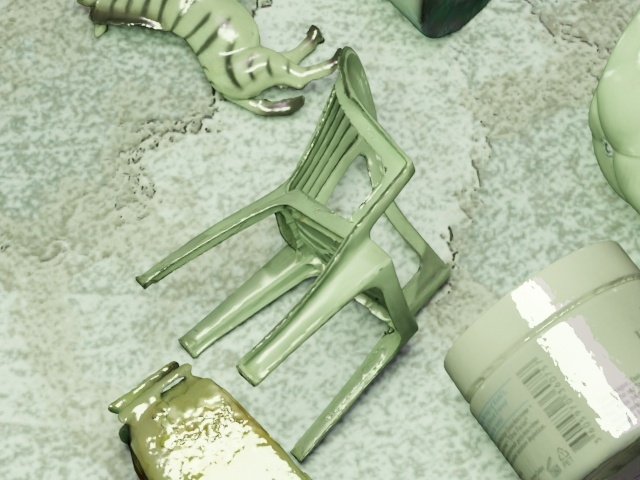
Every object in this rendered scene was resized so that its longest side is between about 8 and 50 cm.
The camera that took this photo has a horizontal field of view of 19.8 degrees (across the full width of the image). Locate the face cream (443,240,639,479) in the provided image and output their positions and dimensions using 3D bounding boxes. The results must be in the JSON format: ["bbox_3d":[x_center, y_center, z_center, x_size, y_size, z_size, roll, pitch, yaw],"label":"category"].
[{"bbox_3d":[0.210,0.111,1.451,0.177,0.177,0.153,-31,72,-14],"label":"face cream"}]

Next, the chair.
[{"bbox_3d":[0.000,0.000,1.490,0.274,0.203,0.190,-43,61,-12],"label":"chair"}]

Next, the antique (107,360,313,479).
[{"bbox_3d":[-0.054,0.222,1.425,0.150,0.125,0.284,-34,70,-15],"label":"antique"}]

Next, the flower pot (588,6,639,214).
[{"bbox_3d":[0.342,-0.112,1.524,0.195,0.246,0.246,34,70,19],"label":"flower pot"}]

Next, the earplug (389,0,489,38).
[{"bbox_3d":[0.016,-0.336,1.669,0.324,0.185,0.185,32,69,21],"label":"earplug"}]

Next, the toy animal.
[{"bbox_3d":[-0.098,-0.190,1.644,0.176,0.073,0.217,-34,75,-8],"label":"toy animal"}]
